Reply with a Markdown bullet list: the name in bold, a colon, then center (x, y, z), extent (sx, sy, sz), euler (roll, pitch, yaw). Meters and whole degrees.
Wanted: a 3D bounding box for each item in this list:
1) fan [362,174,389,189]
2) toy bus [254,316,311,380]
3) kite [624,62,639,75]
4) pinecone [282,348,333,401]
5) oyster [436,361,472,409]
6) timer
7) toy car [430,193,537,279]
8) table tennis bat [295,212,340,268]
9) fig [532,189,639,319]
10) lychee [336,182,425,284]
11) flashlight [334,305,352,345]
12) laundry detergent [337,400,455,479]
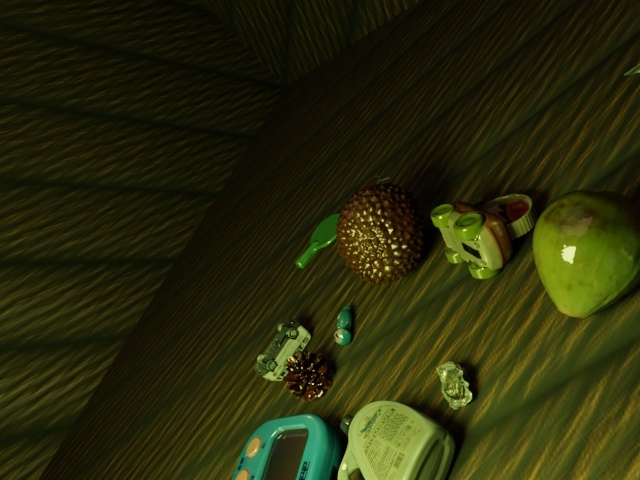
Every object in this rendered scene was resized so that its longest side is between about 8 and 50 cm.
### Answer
- **fan**: center (0.200, -0.209, 2.015), extent (0.133, 0.005, 0.085), euler (-16, 40, 50)
- **toy bus**: center (-0.110, 0.330, 1.663), extent (0.194, 0.089, 0.087), euler (-56, 28, -15)
- **kite**: center (0.860, -0.427, 1.269), extent (0.314, 0.011, 0.335), euler (-57, 26, -17)
- **pinecone**: center (-0.037, 0.351, 1.487), extent (0.140, 0.121, 0.140), euler (-29, 30, 19)
- **oyster**: center (0.281, 0.302, 1.165), extent (0.098, 0.037, 0.101), euler (-46, 40, 51)
- **timer**: center (-0.091, 0.572, 1.272), extent (0.308, 0.115, 0.340), euler (-25, 34, 42)
- **toy car**: center (0.404, -0.038, 1.341), extent (0.234, 0.145, 0.235), euler (-22, 24, 10)
- **table tennis bat**: center (0.000, 0.000, 2.013), extent (0.257, 0.039, 0.160), euler (-50, 26, -14)
- **fig**: center (0.488, 0.016, 1.026), extent (0.230, 0.207, 0.207), euler (-47, 26, 2)
- **lychee**: center (0.172, -0.013, 1.526), extent (0.267, 0.267, 0.268), euler (-37, 28, 23)
- **flashlight**: center (0.069, 0.238, 1.565), extent (0.051, 0.051, 0.129), euler (-32, 24, 31)
- **laundry detergent**: center (0.122, 0.432, 1.139), extent (0.280, 0.105, 0.215), euler (1, 57, 56)
